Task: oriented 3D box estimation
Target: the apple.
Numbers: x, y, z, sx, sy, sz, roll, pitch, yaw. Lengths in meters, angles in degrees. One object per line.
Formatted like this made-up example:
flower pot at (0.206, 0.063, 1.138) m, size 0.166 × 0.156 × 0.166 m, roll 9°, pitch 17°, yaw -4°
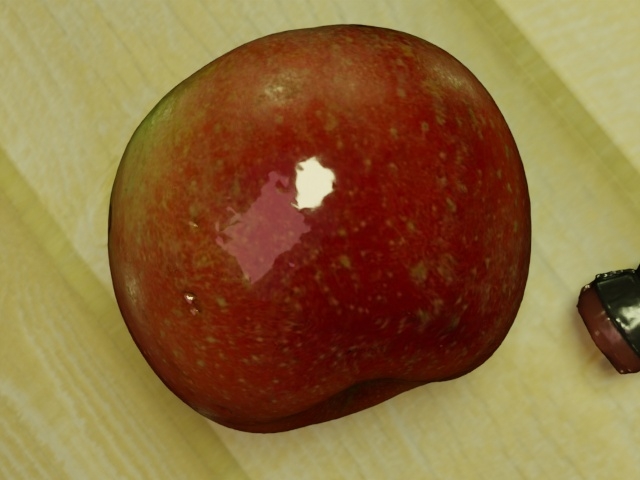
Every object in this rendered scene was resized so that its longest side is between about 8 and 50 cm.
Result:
apple at (0.000, 0.000, 0.738) m, size 0.349 × 0.348 × 0.276 m, roll -21°, pitch 74°, yaw 22°

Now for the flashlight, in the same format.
flashlight at (0.330, 0.021, 0.747) m, size 0.232 × 0.093 × 0.093 m, roll -36°, pitch 85°, yaw 21°
